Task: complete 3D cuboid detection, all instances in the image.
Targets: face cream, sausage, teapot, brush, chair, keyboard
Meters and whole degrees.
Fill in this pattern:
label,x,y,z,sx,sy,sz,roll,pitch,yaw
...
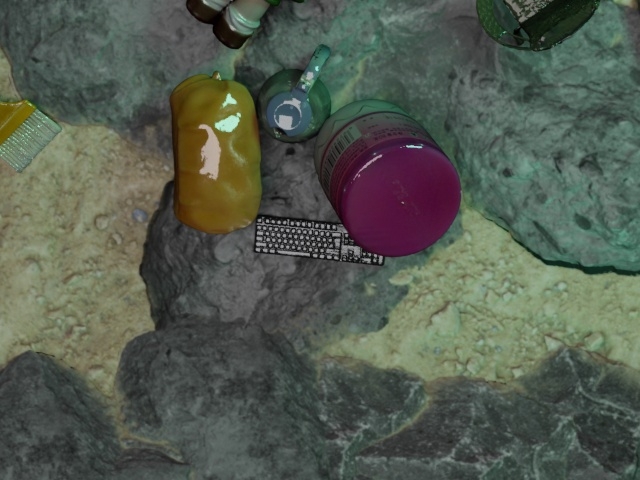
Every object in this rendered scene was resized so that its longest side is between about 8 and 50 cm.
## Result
label,x,y,z,sx,sy,sz,roll,pitch,yaw
face cream,0.090,-0.094,1.673,0.175,0.195,0.175,-6,120,-11
sausage,-0.158,-0.129,1.744,0.136,0.120,0.241,-7,104,-9
teapot,-0.027,-0.201,1.720,0.149,0.108,0.111,-32,102,12
brush,-0.523,-0.215,1.755,0.103,0.013,0.272,-43,120,13
chair,0.293,-0.343,1.609,0.174,0.213,0.149,-34,105,11
keyboard,0.000,0.000,1.820,0.204,0.013,0.061,6,106,3

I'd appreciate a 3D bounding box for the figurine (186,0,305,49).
label,x,y,z,sx,sy,sz,roll,pitch,yaw
figurine,-0.038,-0.432,1.636,0.281,0.167,0.370,44,112,-3

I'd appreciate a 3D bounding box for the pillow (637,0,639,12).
label,x,y,z,sx,sy,sz,roll,pitch,yaw
pillow,0.532,-0.261,1.691,0.093,0.051,0.241,-19,101,14
